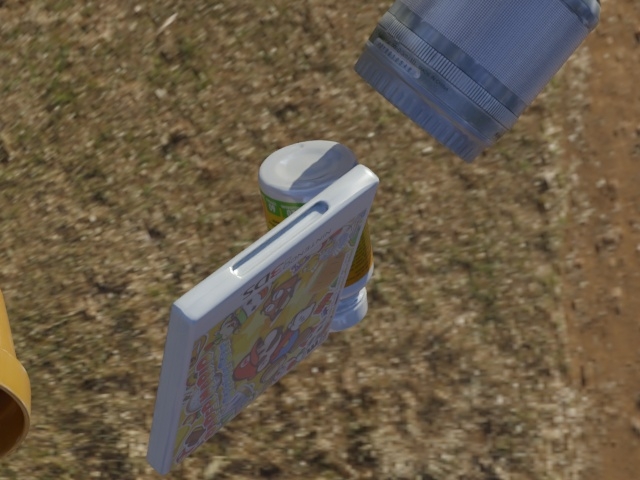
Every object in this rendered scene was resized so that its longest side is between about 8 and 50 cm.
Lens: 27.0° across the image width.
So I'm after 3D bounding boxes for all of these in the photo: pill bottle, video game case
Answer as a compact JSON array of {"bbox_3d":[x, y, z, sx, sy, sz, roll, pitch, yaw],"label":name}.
[{"bbox_3d":[0.000,0.000,1.817,0.136,0.136,0.246,-31,129,-28],"label":"pill bottle"},{"bbox_3d":[-0.048,0.066,1.052,0.026,0.227,0.206,40,54,18],"label":"video game case"}]

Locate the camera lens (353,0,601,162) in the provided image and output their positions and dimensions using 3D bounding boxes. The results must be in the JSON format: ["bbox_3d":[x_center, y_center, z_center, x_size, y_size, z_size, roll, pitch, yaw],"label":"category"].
[{"bbox_3d":[0.202,-0.265,1.701,0.219,0.219,0.274,37,99,-19],"label":"camera lens"}]

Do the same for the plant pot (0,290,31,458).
[{"bbox_3d":[-0.443,0.139,1.572,0.205,0.205,0.188,17,43,-25],"label":"plant pot"}]
